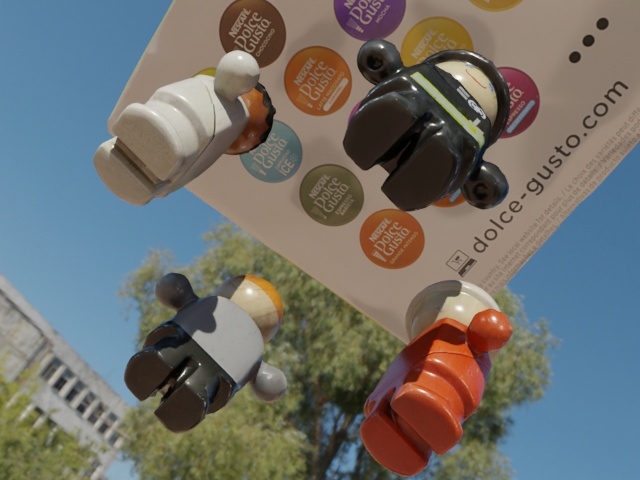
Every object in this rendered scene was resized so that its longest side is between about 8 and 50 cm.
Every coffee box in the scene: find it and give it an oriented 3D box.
[{"bbox_3d":[0.078,-0.173,0.696,0.334,0.338,0.338,36,-67,-4],"label":"coffee box"}]

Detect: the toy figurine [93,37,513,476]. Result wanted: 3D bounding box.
[{"bbox_3d":[0.000,0.000,0.423,0.209,0.148,0.213,2,-70,21],"label":"toy figurine"}]
